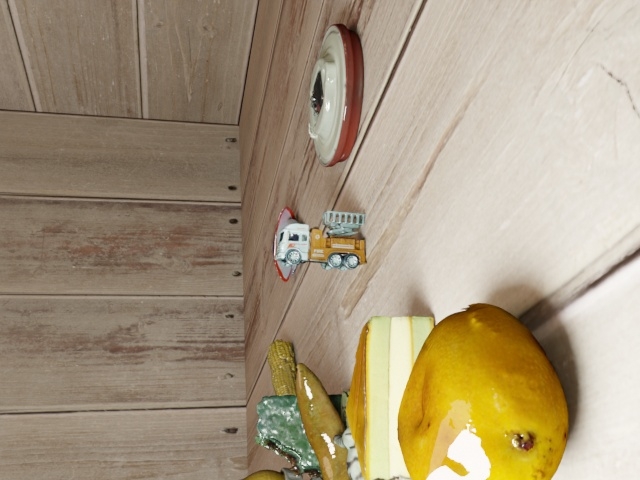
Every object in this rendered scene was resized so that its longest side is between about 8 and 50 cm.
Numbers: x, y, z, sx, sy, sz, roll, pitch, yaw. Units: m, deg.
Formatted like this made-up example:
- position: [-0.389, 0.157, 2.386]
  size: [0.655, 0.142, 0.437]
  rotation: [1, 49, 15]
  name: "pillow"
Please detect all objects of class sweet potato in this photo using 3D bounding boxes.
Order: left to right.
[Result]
- position: [0.012, 0.409, 1.308]
  size: [0.079, 0.108, 0.346]
  rotation: [-23, 73, 31]
  name: "sweet potato"

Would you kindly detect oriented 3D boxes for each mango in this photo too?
- position: [0.167, 0.154, 0.697]
  size: [0.236, 0.136, 0.166]
  rotation: [-112, 40, -71]
  name: "mango"

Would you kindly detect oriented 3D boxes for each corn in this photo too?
- position: [-0.107, 0.398, 2.014]
  size: [0.288, 0.086, 0.087]
  rotation: [-108, 24, -55]
  name: "corn"

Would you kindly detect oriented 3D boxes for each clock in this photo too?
- position: [0.022, -0.325, 1.526]
  size: [0.318, 0.080, 0.319]
  rotation: [-178, 90, -78]
  name: "clock"

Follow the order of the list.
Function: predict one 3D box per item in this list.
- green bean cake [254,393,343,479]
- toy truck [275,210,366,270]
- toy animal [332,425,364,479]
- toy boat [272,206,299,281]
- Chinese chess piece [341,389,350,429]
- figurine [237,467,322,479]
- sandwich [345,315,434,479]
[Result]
- position: [-0.036, 0.423, 1.406]
  size: [0.107, 0.208, 0.194]
  rotation: [115, 156, -67]
  name: "green bean cake"
- position: [0.000, 0.000, 1.357]
  size: [0.080, 0.177, 0.115]
  rotation: [158, 115, -76]
  name: "toy truck"
- position: [0.071, 0.372, 1.204]
  size: [0.170, 0.089, 0.255]
  rotation: [172, 96, -74]
  name: "toy animal"
- position: [-0.087, -0.005, 2.014]
  size: [0.318, 0.071, 0.219]
  rotation: [130, 137, -66]
  name: "toy boat"
- position: [0.064, 0.342, 1.351]
  size: [0.084, 0.034, 0.084]
  rotation: [180, 90, -78]
  name: "Chinese chess piece"
- position: [-0.094, 0.580, 1.459]
  size: [0.342, 0.284, 0.167]
  rotation: [121, 150, -62]
  name: "figurine"
- position: [0.115, 0.221, 0.956]
  size: [0.144, 0.117, 0.187]
  rotation: [-116, 32, -60]
  name: "sandwich"
